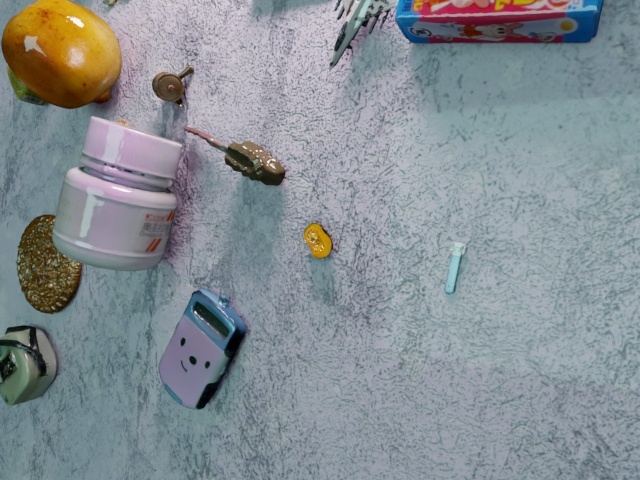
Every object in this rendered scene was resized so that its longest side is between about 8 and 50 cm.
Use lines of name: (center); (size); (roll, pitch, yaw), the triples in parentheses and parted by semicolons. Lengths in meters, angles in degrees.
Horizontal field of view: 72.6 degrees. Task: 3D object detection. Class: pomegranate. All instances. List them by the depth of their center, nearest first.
pomegranate: (-0.638, -0.465, 1.104); (0.264, 0.264, 0.264); (0, 89, 28)

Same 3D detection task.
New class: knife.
knife: (0.235, 0.049, 0.768); (0.027, 0.010, 0.096); (13, 97, 26)

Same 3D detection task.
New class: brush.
brush: (-0.203, -0.203, 0.966); (0.301, 0.084, 0.071); (32, 105, 30)

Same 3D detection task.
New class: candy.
candy: (0.287, -0.414, 0.697); (0.305, 0.100, 0.157); (13, 95, 26)

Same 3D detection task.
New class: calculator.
calculator: (-0.277, 0.251, 1.009); (0.173, 0.051, 0.293); (35, 105, 25)

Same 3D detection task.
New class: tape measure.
tape measure: (-0.904, 0.348, 1.301); (0.207, 0.115, 0.235); (-46, 70, 22)

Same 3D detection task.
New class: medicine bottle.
medicine bottle: (-0.453, -0.105, 0.998); (0.241, 0.241, 0.302); (22, 99, 26)
medicine bottle: (-0.827, -0.512, 1.285); (0.188, 0.088, 0.132); (-36, 73, 23)

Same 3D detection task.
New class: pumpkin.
pumpkin: (0.000, 0.001, 0.880); (0.050, 0.028, 0.083); (-40, 63, 20)

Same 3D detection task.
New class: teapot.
teapot: (-0.352, -0.382, 1.063); (0.110, 0.085, 0.080); (-45, 43, -10)

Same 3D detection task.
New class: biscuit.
biscuit: (-0.822, 0.071, 1.303); (0.305, 0.038, 0.305); (0, 89, 28)

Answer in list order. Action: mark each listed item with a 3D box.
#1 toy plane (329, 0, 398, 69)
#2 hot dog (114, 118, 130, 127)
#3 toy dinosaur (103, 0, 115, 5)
toy plane: (0.076, -0.437, 0.822); (0.160, 0.082, 0.234); (38, 125, 27)
hot dog: (-0.550, -0.239, 1.152); (0.078, 0.061, 0.169); (32, 83, -8)
toy dinosaur: (-0.520, -0.702, 1.159); (0.187, 0.044, 0.106); (-10, 98, 15)
